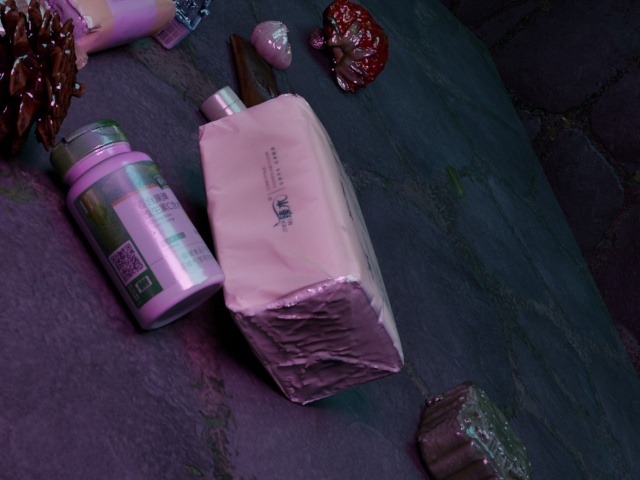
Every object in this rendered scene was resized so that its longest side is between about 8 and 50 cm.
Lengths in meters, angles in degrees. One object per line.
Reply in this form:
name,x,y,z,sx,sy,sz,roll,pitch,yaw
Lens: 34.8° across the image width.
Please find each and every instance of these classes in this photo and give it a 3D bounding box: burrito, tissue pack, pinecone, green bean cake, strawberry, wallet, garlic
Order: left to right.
pinecone,-0.399,-0.211,1.303,0.207,0.207,0.208,41,27,-26
tissue pack,-0.383,-0.416,1.678,0.215,0.123,0.256,54,32,-1
wallet,-0.125,-0.317,2.115,0.137,0.031,0.255,31,32,-39
garlic,-0.106,-0.424,2.232,0.113,0.094,0.074,43,41,-9
tissue pack,-0.033,0.012,1.550,0.297,0.207,0.380,62,10,-49
burrito,0.021,-0.511,2.622,0.188,0.045,0.058,-8,87,-65
strawberry,0.115,-0.522,2.615,0.306,0.137,0.234,-50,124,-57
green bean cake,0.273,0.370,1.801,0.223,0.125,0.227,53,19,-1

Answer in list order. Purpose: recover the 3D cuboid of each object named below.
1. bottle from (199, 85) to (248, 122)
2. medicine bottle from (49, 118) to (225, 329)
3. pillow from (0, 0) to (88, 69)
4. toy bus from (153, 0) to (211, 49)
bottle,-0.133,-0.184,1.872,0.201,0.072,0.072,52,24,-3
medicine bottle,-0.251,-0.026,1.371,0.274,0.133,0.133,56,24,8
pillow,-0.444,-0.325,1.515,0.211,0.034,0.135,51,42,-1
toy bus,-0.262,-0.466,1.977,0.091,0.109,0.262,46,27,-19
